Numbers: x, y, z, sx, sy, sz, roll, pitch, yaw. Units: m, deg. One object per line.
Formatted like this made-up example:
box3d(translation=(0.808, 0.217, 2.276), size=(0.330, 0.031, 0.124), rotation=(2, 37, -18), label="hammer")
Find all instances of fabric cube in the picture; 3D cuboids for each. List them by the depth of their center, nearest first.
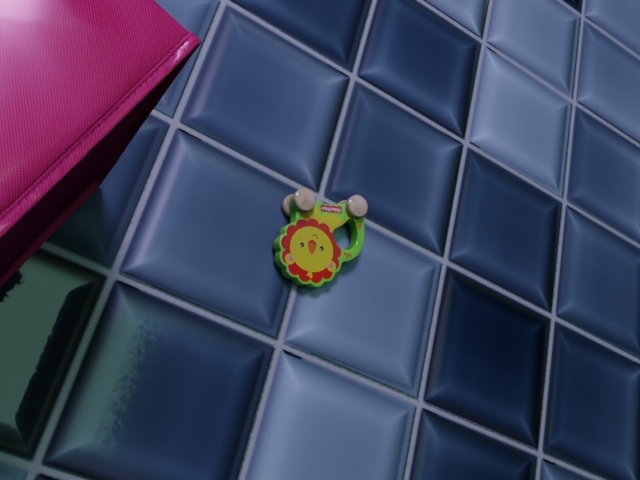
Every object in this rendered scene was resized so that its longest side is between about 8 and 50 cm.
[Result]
box3d(translation=(-0.283, -0.086, 0.467), size=(0.258, 0.259, 0.254), rotation=(43, 55, -11), label="fabric cube")

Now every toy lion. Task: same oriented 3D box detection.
box3d(translation=(0.000, 0.000, 0.746), size=(0.100, 0.034, 0.096), rotation=(4, 77, -30), label="toy lion")
